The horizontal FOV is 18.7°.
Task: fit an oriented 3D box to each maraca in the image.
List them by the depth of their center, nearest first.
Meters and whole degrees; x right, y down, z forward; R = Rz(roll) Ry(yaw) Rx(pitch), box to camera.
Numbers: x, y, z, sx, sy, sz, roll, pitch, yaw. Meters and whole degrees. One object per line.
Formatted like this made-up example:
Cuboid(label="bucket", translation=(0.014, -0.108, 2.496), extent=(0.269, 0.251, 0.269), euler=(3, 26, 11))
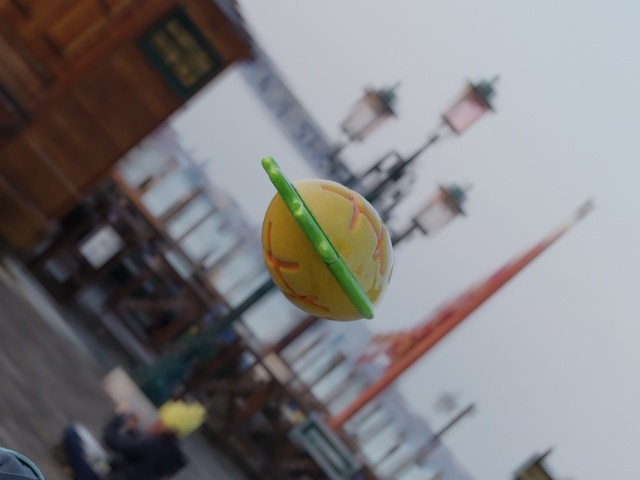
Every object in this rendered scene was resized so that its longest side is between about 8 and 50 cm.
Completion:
Cuboid(label="maraca", translation=(0.000, 0.000, 1.530), extent=(0.127, 0.099, 0.186), euler=(53, -1, 28))

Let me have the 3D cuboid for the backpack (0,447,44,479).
Cuboid(label="backpack", translation=(-0.225, 0.175, 0.926), extent=(0.188, 0.144, 0.166), euler=(25, 41, -44))
